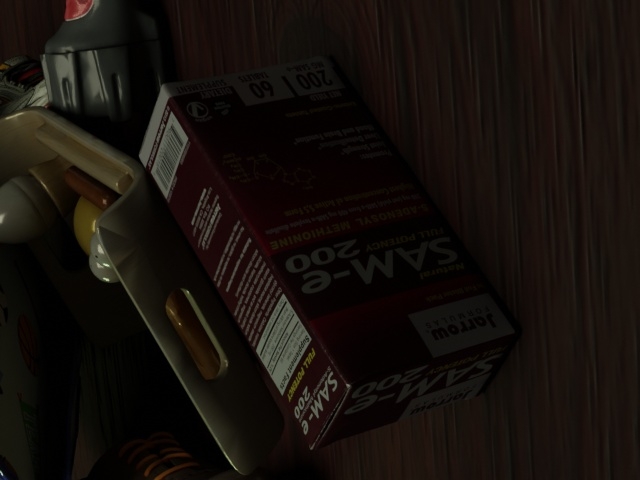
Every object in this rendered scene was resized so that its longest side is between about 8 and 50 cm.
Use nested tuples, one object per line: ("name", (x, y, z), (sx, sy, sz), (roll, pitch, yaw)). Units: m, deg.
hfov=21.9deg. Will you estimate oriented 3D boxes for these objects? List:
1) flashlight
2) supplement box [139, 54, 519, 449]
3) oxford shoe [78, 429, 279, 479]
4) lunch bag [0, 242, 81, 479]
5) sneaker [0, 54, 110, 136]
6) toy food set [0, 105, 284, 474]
("flashlight", (-0.191, -0.240, 1.249), (0.103, 0.103, 0.304), (10, 109, 55))
("supplement box", (0.000, 0.000, 1.019), (0.239, 0.130, 0.073), (57, 143, 26))
("oxford shoe", (-0.131, 0.214, 1.315), (0.363, 0.130, 0.133), (-34, 67, 57))
("lunch bag", (-0.318, 0.114, 1.350), (0.328, 0.239, 0.385), (-99, -15, -48))
("sneaker", (-0.250, -0.117, 1.404), (0.225, 0.088, 0.093), (-17, 86, 58))
("toy food set", (-0.154, 0.034, 1.204), (0.306, 0.092, 0.220), (30, 151, 60))
